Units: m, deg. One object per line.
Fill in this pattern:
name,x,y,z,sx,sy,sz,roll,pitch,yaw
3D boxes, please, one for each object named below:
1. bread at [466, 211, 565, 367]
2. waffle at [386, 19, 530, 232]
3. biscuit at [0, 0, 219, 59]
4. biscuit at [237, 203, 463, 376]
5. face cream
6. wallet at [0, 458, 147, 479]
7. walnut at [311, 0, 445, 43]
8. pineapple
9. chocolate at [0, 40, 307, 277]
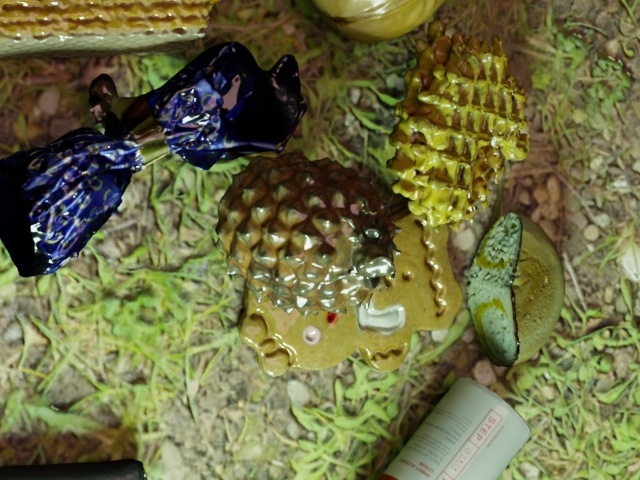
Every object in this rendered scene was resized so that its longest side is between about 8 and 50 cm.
bread,0.210,0.046,1.852,0.094,0.083,0.157,-13,97,-26
waffle,0.144,-0.110,1.794,0.197,0.070,0.193,48,62,-46
biscuit,-0.275,-0.199,1.640,0.379,0.094,0.054,-5,86,-24
biscuit,0.029,0.049,1.800,0.249,0.035,0.184,-12,94,-22
face cream,0.113,0.249,1.802,0.096,0.096,0.214,45,74,-17
wallet,-0.278,0.282,1.663,0.250,0.044,0.149,1,93,-24
walnut,0.069,-0.291,1.756,0.159,0.159,0.206,45,68,-17
pineapple,0.000,0.000,1.667,0.166,0.193,0.166,-18,118,-38
chocolate,-0.157,-0.100,1.674,0.343,0.126,0.148,-32,89,-21
